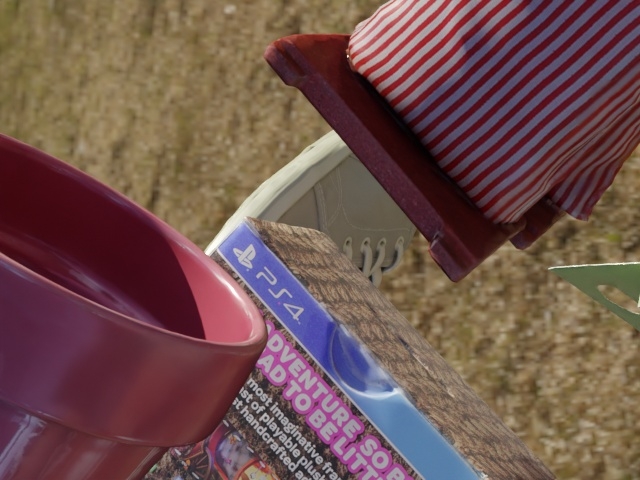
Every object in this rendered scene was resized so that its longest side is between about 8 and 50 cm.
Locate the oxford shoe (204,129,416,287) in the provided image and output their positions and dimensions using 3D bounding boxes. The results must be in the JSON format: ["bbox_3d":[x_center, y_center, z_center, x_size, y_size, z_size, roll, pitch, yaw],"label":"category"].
[{"bbox_3d":[0.000,0.000,1.296,0.130,0.449,0.169,45,125,3],"label":"oxford shoe"}]

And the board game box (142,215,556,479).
[{"bbox_3d":[-0.043,0.170,0.930,0.291,0.141,0.232,-46,73,12],"label":"board game box"}]

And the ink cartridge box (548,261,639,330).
[{"bbox_3d":[0.354,0.072,1.397,0.235,0.171,0.056,-10,58,46],"label":"ink cartridge box"}]

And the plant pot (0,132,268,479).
[{"bbox_3d":[-0.153,0.067,0.662,0.201,0.201,0.180,40,102,40],"label":"plant pot"}]

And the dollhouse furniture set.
[{"bbox_3d":[0.190,-0.008,0.547,0.374,0.152,0.201,48,115,10],"label":"dollhouse furniture set"}]
